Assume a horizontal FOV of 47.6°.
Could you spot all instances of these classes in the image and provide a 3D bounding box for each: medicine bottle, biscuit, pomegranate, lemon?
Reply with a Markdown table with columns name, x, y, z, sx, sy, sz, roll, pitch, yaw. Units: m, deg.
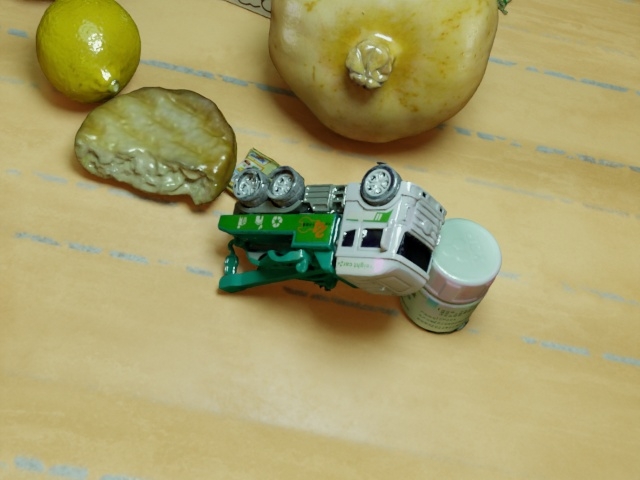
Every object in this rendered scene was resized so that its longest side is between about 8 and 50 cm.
| name | x | y | z | sx | sy | sz | roll | pitch | yaw |
| --- | --- | --- | --- | --- | --- | --- | --- | --- | --- |
| medicine bottle | 0.207 | 0.058 | 1.171 | 0.135 | 0.168 | 0.135 | 5 | 58 | -8 |
| biscuit | -0.269 | -0.172 | 1.270 | 0.274 | 0.091 | 0.213 | 18 | 54 | 11 |
| pomegranate | 0.110 | -0.363 | 1.280 | 0.411 | 0.411 | 0.412 | 5 | 57 | -8 |
| lemon | -0.413 | -0.344 | 1.295 | 0.186 | 0.187 | 0.244 | -12 | 52 | -18 |

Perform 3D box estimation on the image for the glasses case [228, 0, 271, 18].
| name | x | y | z | sx | sy | sz | roll | pitch | yaw |
| --- | --- | --- | --- | --- | --- | --- | --- | --- | --- |
| glasses case | -0.121 | -0.550 | 1.510 | 0.336 | 0.144 | 0.076 | 23 | 56 | 5 |

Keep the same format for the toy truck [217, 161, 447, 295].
| name | x | y | z | sx | sy | sz | roll | pitch | yaw |
| --- | --- | --- | --- | --- | --- | --- | --- | --- | --- |
| toy truck | 0.003 | -0.007 | 1.109 | 0.363 | 0.176 | 0.178 | -2 | 71 | 32 |

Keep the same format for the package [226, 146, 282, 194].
| name | x | y | z | sx | sy | sz | roll | pitch | yaw |
| --- | --- | --- | --- | --- | --- | --- | --- | --- | --- |
| package | -0.111 | -0.108 | 1.299 | 0.108 | 0.031 | 0.121 | 33 | 57 | 11 |

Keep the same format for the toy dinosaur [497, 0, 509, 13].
| name | x | y | z | sx | sy | sz | roll | pitch | yaw |
| --- | --- | --- | --- | --- | --- | --- | --- | --- | --- |
| toy dinosaur | 0.389 | -0.551 | 1.680 | 0.119 | 0.029 | 0.060 | 2 | 42 | -3 |
